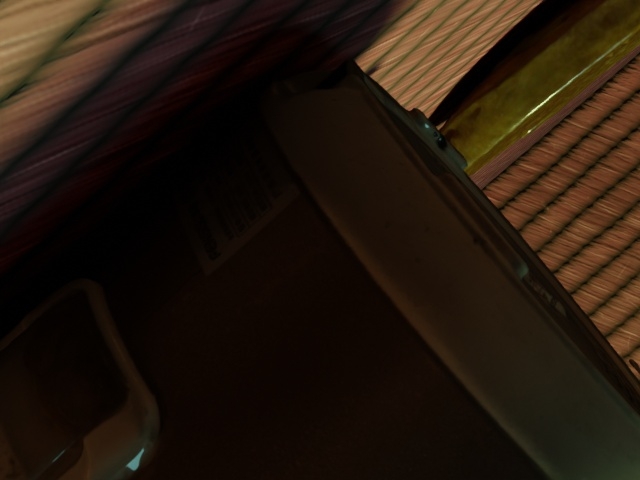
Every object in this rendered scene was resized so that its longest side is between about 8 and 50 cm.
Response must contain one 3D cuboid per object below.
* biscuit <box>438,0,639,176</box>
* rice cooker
[{"bbox_3d":[0.261,-0.199,1.343,0.394,0.070,0.350,-37,176,-23],"label":"biscuit"},{"bbox_3d":[-0.012,0.115,0.698,0.325,0.335,0.335,-41,175,9],"label":"rice cooker"}]
